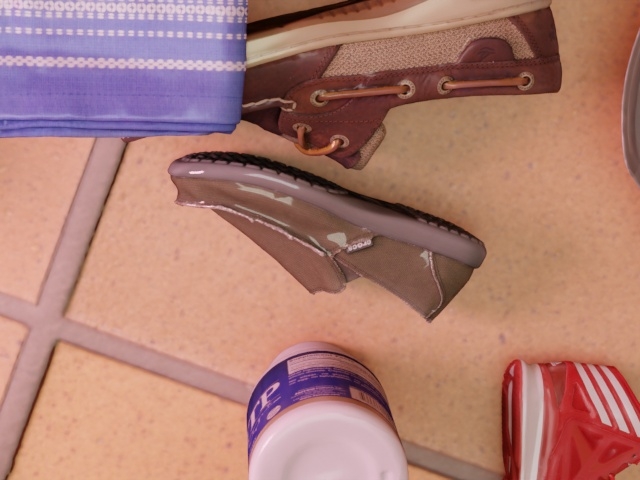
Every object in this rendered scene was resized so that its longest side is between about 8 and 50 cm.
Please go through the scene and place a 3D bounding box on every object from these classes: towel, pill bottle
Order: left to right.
[{"bbox_3d":[-0.162,-0.229,0.824,0.243,0.040,0.335,0,105,-11],"label":"towel"},{"bbox_3d":[0.000,0.143,0.986,0.112,0.186,0.112,-1,103,-4],"label":"pill bottle"}]

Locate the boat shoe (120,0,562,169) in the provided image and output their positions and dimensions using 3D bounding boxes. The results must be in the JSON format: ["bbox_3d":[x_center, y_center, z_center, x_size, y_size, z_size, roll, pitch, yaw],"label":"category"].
[{"bbox_3d":[0.012,-0.108,0.965,0.342,0.123,0.123,-15,103,-6],"label":"boat shoe"}]

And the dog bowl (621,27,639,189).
[{"bbox_3d":[0.393,-0.086,0.952,0.349,0.102,0.348,0,90,12],"label":"dog bowl"}]

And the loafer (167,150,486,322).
[{"bbox_3d":[0.000,0.000,0.999,0.251,0.094,0.087,19,97,-8],"label":"loafer"}]

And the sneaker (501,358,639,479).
[{"bbox_3d":[0.213,0.204,1.068,0.128,0.087,0.221,-1,105,-2],"label":"sneaker"}]
